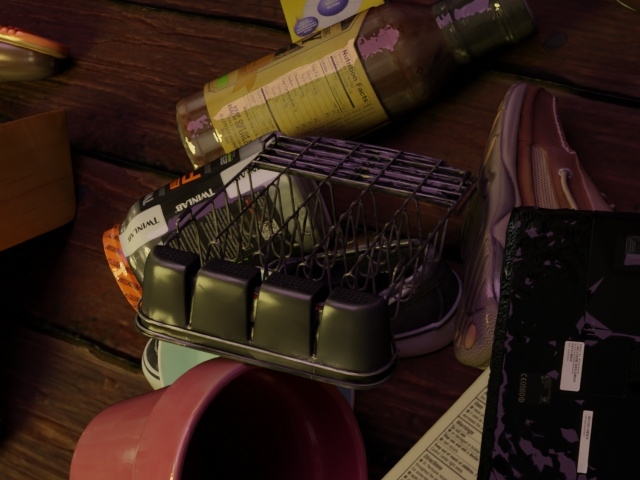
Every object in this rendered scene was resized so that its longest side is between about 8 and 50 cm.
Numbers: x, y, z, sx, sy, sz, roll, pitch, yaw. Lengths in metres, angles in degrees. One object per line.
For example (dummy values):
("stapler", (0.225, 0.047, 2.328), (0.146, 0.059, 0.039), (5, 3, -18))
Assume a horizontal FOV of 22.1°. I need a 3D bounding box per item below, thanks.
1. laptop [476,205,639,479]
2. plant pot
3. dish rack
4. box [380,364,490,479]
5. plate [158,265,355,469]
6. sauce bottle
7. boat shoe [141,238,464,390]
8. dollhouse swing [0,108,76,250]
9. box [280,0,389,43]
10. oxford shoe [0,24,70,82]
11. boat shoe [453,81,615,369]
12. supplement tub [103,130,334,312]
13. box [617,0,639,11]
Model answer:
("laptop", (0.251, 0.115, 1.109), (0.264, 0.136, 0.234), (3, 60, 12))
("plant pot", (-0.093, 0.190, 1.283), (0.180, 0.201, 0.201), (-5, 50, 47))
("dish rack", (0.000, 0.000, 1.291), (0.208, 0.074, 0.271), (14, 32, 19))
("box", (0.118, 0.224, 1.163), (0.232, 0.127, 0.148), (-44, 45, -11))
("plate", (-0.051, 0.110, 1.354), (0.188, 0.188, 0.024), (0, 13, 30))
("sauce bottle", (0.036, -0.154, 1.548), (0.344, 0.111, 0.111), (-23, 45, 9))
("boat shoe", (-0.028, 0.062, 1.402), (0.301, 0.102, 0.108), (-11, 49, 21))
("dollhouse swing", (-0.420, 0.067, 1.656), (0.347, 0.305, 0.315), (-15, 6, 19))
("box", (0.018, -0.233, 1.671), (0.105, 0.043, 0.179), (-25, 43, 9))
("oxford shoe", (-0.451, -0.178, 1.866), (0.364, 0.130, 0.132), (-1, 85, 21))
("boat shoe", (0.182, -0.008, 1.350), (0.116, 0.123, 0.324), (13, 44, -2))
("supplement tub", (-0.094, -0.010, 1.491), (0.190, 0.117, 0.117), (-26, 45, 7))
("box", (0.307, -0.331, 1.473), (0.167, 0.203, 0.168), (-40, 45, -6))
